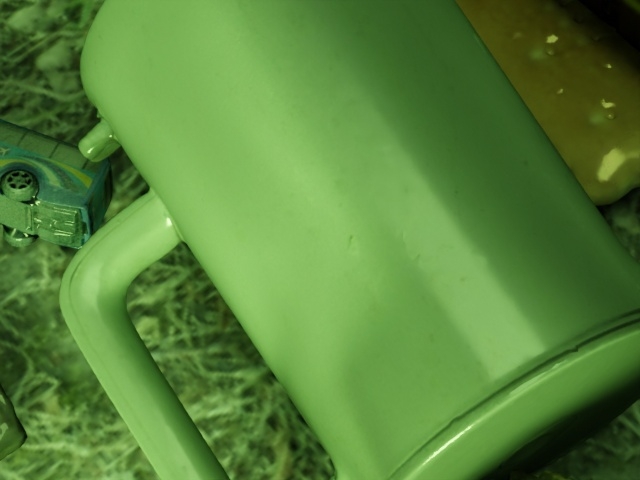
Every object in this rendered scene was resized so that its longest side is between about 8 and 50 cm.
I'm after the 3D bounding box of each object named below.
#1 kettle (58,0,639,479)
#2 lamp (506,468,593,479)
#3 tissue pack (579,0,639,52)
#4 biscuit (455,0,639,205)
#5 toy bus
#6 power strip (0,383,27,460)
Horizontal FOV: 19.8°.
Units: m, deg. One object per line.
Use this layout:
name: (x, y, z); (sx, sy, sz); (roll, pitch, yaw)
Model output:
kettle: (0.007, -0.009, 0.982); (0.265, 0.205, 0.318); (-23, 69, -28)
lamp: (0.091, 0.250, 0.878); (0.177, 0.177, 0.274); (17, 66, 8)
tissue pack: (0.259, -0.195, 1.019); (0.210, 0.198, 0.370); (-36, 62, -18)
biscuit: (0.158, -0.144, 1.127); (0.160, 0.030, 0.250); (-29, 61, -10)
toy bus: (-0.200, -0.043, 1.090); (0.153, 0.051, 0.061); (20, 54, 10)
power strip: (-0.333, 0.069, 1.014); (0.251, 0.092, 0.257); (-31, 72, -17)
